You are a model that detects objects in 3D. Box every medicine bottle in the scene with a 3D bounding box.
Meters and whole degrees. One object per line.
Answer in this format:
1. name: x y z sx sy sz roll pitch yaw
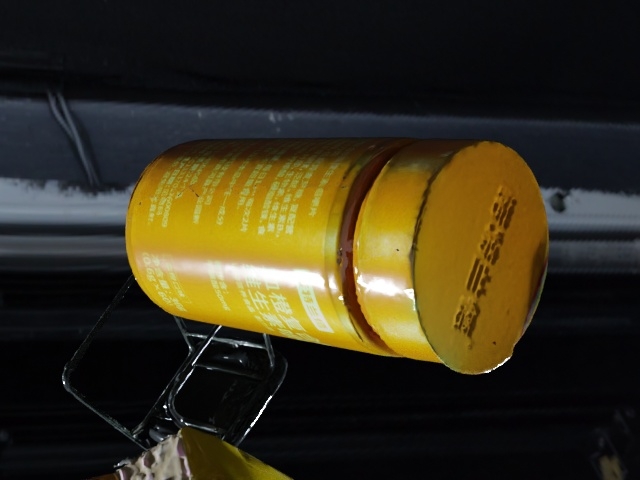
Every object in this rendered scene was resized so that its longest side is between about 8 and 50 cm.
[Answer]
1. medicine bottle: 0.000 0.000 0.487 0.096 0.192 0.096 -6 -81 -45

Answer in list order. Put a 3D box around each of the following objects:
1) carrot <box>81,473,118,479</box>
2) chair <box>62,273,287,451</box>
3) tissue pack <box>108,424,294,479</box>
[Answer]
1. carrot: -0.168 0.163 0.333 0.260 0.070 0.070 -32 -50 -18
2. chair: -0.103 0.151 0.977 0.140 0.145 0.221 5 -42 38
3. tissue pack: -0.062 0.299 0.812 0.134 0.271 0.192 -35 -42 16
